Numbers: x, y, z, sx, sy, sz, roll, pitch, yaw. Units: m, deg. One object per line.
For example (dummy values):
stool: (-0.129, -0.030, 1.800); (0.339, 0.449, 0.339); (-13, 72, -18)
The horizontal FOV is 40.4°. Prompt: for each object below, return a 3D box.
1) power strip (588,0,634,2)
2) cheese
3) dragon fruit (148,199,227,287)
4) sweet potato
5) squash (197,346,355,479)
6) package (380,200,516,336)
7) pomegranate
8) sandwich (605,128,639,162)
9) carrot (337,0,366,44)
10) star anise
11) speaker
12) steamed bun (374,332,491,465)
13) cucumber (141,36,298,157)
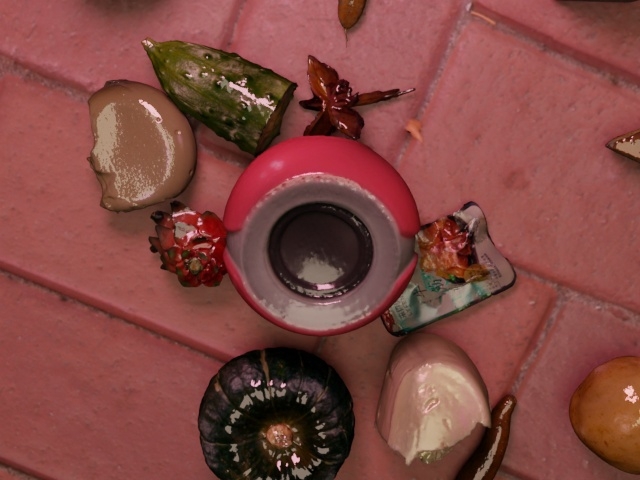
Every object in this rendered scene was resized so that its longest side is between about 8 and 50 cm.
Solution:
power strip: (0.411, -0.412, 1.208); (0.139, 0.224, 0.140); (4, 100, 2)
cheese: (-0.284, -0.155, 1.355); (0.175, 0.091, 0.203); (-16, 98, 6)
dragon fruit: (-0.200, 0.012, 1.369); (0.130, 0.121, 0.142); (-47, 71, 3)
sweet potato: (0.267, 0.379, 1.447); (0.057, 0.057, 0.265); (28, 96, -3)
squash: (-0.069, 0.294, 1.388); (0.252, 0.165, 0.252); (0, 101, 0)
package: (0.185, 0.048, 1.398); (0.231, 0.040, 0.166); (-23, 99, 8)
pomegranate: (0.497, 0.264, 1.360); (0.196, 0.196, 0.196); (0, 100, 2)
sandwich: (0.564, -0.155, 1.315); (0.257, 0.094, 0.096); (-18, 98, 4)
carrot: (0.070, -0.438, 1.301); (0.078, 0.078, 0.298); (17, 105, -1)
star anise: (0.048, -0.209, 1.354); (0.140, 0.144, 0.159); (4, 95, 47)
speaker: (0.000, 0.000, 1.281); (0.294, 0.294, 0.295); (0, 100, 2)
steamed bun: (0.180, 0.261, 1.341); (0.170, 0.225, 0.200); (18, 99, -1)
cucumber: (-0.164, -0.237, 1.319); (0.244, 0.134, 0.134); (31, 100, 0)
